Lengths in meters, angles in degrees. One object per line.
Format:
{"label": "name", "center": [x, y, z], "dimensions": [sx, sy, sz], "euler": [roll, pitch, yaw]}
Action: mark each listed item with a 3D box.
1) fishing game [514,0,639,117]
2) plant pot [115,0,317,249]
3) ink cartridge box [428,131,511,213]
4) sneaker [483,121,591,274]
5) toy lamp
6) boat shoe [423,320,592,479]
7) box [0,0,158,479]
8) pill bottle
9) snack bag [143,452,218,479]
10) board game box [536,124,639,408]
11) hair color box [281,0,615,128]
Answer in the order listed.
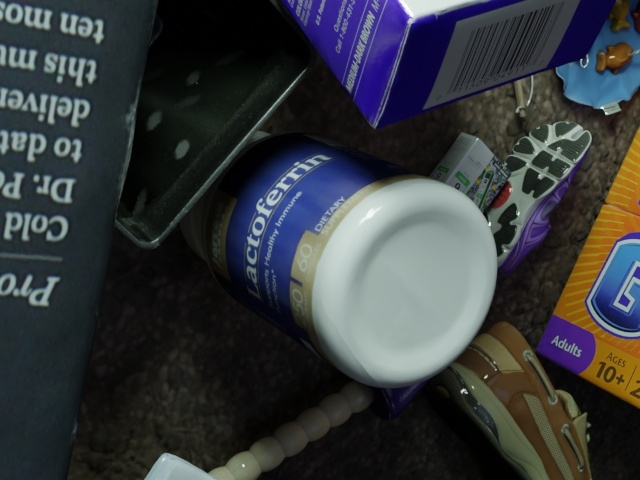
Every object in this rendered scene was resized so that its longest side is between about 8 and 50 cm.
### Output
{"label": "fishing game", "center": [0.291, -0.219, 1.170], "dimensions": [0.264, 0.041, 0.189], "euler": [-23, 115, -24]}
{"label": "plant pot", "center": [-0.153, -0.136, 0.833], "dimensions": [0.188, 0.167, 0.187], "euler": [-51, 125, -9]}
{"label": "ink cartridge box", "center": [0.126, -0.039, 1.132], "dimensions": [0.063, 0.029, 0.115], "euler": [41, 82, -36]}
{"label": "sneaker", "center": [0.209, -0.042, 1.176], "dimensions": [0.170, 0.068, 0.071], "euler": [-55, 142, 6]}
{"label": "toy lamp", "center": [-0.014, 0.171, 1.089], "dimensions": [0.274, 0.080, 0.080], "euler": [-29, 120, -20]}
{"label": "boat shoe", "center": [0.232, 0.213, 1.236], "dimensions": [0.120, 0.122, 0.324], "euler": [-46, 126, -15]}
{"label": "box", "center": [-0.293, -0.134, 0.520], "dimensions": [0.297, 0.480, 0.472], "euler": [7, 103, -34]}
{"label": "pill bottle", "center": [0.000, 0.000, 0.920], "dimensions": [0.153, 0.264, 0.153], "euler": [-11, 111, -30]}
{"label": "snack bag", "center": [-0.104, 0.370, 1.010], "dimensions": [0.342, 0.037, 0.323], "euler": [41, 83, -34]}
{"label": "board game box", "center": [0.522, 0.063, 1.221], "dimensions": [0.356, 0.356, 0.356], "euler": [22, 94, -37]}
{"label": "hair color box", "center": [0.035, -0.252, 0.813], "dimensions": [0.185, 0.339, 0.110], "euler": [-21, 151, -26]}
